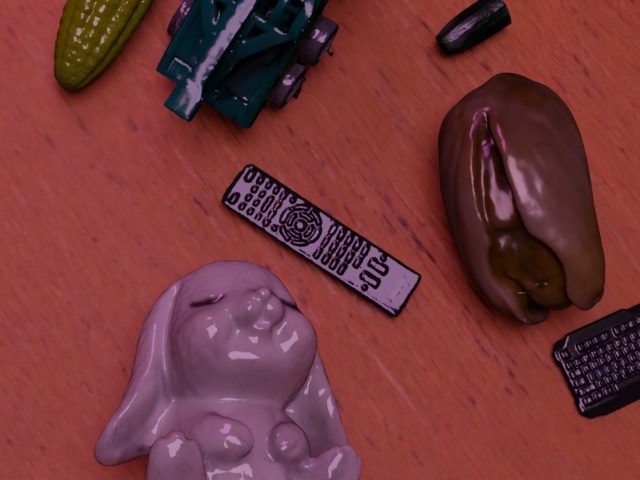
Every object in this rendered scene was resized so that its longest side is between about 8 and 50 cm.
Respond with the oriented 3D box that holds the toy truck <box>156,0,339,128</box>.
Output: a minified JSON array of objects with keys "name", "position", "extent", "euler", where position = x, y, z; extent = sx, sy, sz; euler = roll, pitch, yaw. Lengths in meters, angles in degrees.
[{"name":"toy truck","position":[-0.048,-0.287,1.290],"extent":[0.177,0.178,0.363],"euler":[33,100,1]}]

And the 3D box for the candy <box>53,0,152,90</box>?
[{"name":"candy","position":[-0.247,-0.265,1.339],"extent":[0.097,0.097,0.209],"euler":[24,79,-2]}]

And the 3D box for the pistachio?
[{"name":"pistachio","position":[0.230,-0.049,1.332],"extent":[0.166,0.197,0.287],"euler":[-14,89,31]}]

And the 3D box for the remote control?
[{"name":"remote control","position":[0.000,0.000,1.341],"extent":[0.245,0.025,0.063],"euler":[34,74,0]}]

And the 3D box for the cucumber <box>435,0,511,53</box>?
[{"name":"cucumber","position":[0.185,-0.260,1.429],"extent":[0.105,0.048,0.048],"euler":[-36,83,-13]}]

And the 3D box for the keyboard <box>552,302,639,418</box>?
[{"name":"keyboard","position":[0.401,0.116,1.380],"extent":[0.262,0.016,0.106],"euler":[-22,80,-14]}]

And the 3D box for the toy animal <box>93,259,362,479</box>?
[{"name":"toy animal","position":[-0.097,0.150,1.208],"extent":[0.272,0.206,0.264],"euler":[4,65,-24]}]
